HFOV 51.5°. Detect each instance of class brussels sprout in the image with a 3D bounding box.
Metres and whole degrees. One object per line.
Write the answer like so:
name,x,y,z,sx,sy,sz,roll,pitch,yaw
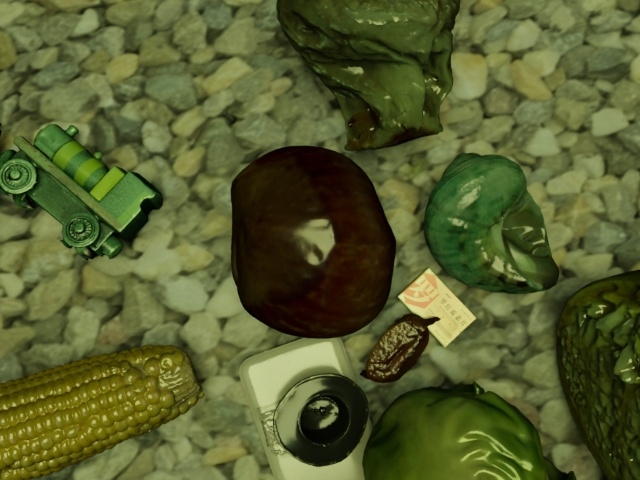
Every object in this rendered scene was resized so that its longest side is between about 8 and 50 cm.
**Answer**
brussels sprout,0.174,0.299,0.756,0.227,0.294,0.259,-38,111,17

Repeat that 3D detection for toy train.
toy train,-0.318,-0.068,0.865,0.200,0.083,0.132,40,77,2

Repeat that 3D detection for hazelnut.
hazelnut,0.000,0.000,0.793,0.218,0.218,0.233,-2,87,0

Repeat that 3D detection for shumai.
shumai,0.054,-0.248,0.841,0.225,0.222,0.260,-4,50,-11

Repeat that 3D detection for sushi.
sushi,0.104,0.139,0.858,0.052,0.055,0.120,35,96,16

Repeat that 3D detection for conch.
conch,0.210,-0.024,0.834,0.176,0.122,0.188,-5,89,-20

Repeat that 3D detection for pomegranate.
pomegranate,0.427,0.197,0.757,0.216,0.309,0.358,-14,121,-7

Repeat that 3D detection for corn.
corn,-0.321,0.216,0.823,0.347,0.130,0.130,-19,87,-4

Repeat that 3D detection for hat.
hat,-0.001,0.218,0.818,0.121,0.050,0.121,2,83,-13

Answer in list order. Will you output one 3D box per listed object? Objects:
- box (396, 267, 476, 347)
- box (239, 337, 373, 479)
box,0.153,0.088,0.880,0.058,0.015,0.093,-43,88,0
box,0.002,0.268,0.860,0.142,0.044,0.285,-19,87,-3
